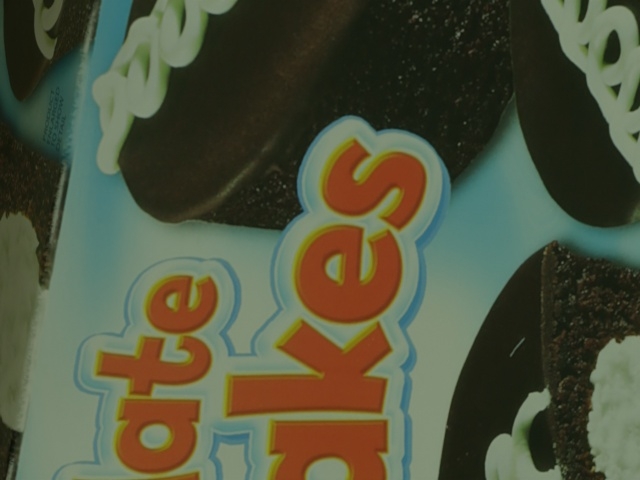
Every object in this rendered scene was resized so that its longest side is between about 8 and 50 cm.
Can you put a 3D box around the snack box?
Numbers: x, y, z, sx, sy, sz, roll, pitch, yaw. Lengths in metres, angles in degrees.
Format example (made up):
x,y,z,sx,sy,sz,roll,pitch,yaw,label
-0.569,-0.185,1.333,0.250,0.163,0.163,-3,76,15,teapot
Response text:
x,y,z,sx,sy,sz,roll,pitch,yaw,label
0.012,0.045,0.384,0.187,0.322,0.060,5,14,-28,snack box
